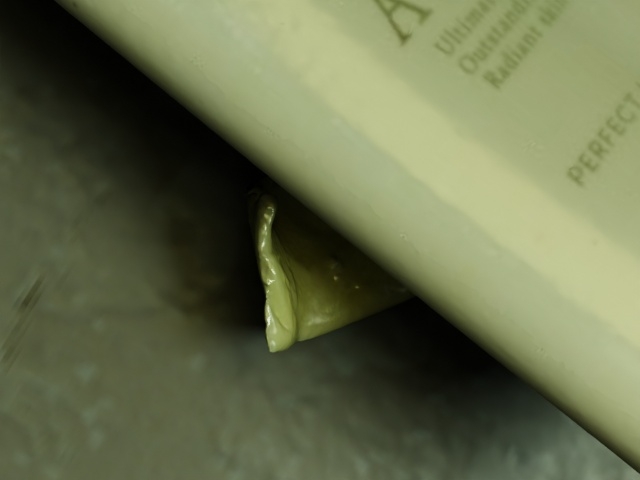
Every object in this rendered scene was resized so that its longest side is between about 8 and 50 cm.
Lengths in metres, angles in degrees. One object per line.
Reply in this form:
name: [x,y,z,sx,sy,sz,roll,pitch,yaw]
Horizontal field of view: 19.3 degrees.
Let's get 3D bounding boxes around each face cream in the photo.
face cream: [0.021,-0.084,0.579,0.348,0.081,0.173,40,53,3]

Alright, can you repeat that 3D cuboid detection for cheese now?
cheese: [-0.001,0.001,0.596,0.084,0.041,0.060,-26,93,-40]
